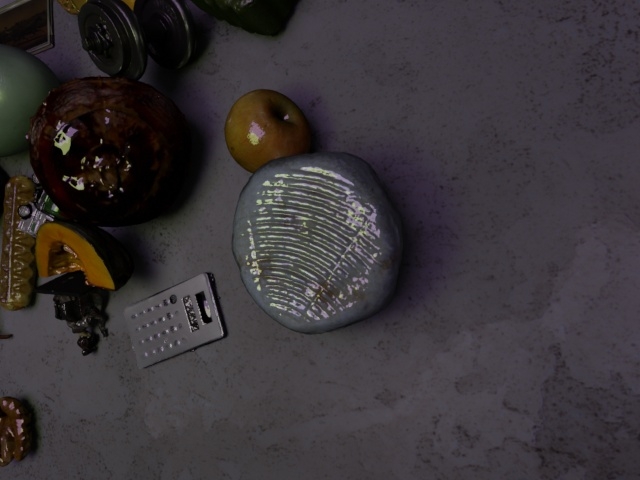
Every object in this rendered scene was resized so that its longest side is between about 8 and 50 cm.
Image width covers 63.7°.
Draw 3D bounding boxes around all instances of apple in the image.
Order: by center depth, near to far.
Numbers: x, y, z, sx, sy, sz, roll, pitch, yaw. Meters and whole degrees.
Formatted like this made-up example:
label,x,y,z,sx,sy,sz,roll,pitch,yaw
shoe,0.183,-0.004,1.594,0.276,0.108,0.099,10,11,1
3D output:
label,x,y,z,sx,sy,sz,roll,pitch,yaw
apple,-0.113,-0.220,1.069,0.155,0.182,0.183,-39,69,46

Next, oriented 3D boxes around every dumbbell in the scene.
label,x,y,z,sx,sy,sz,roll,pitch,yaw
dumbbell,-0.409,-0.471,1.172,0.192,0.290,0.192,20,128,28

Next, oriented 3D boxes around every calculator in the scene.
label,x,y,z,sx,sy,sz,roll,pitch,yaw
calculator,-0.339,0.188,1.197,0.261,0.021,0.161,-24,76,19

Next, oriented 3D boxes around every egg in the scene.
label,x,y,z,sx,sy,sz,roll,pitch,yaw
egg,-0.848,-0.356,1.329,0.388,0.276,0.277,-10,81,22

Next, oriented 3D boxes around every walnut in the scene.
label,x,y,z,sx,sy,sz,roll,pitch,yaw
walnut,-0.805,0.490,1.337,0.142,0.069,0.171,-21,78,18

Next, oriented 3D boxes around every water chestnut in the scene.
label,x,y,z,sx,sy,sz,roll,pitch,yaw
water chestnut,-0.465,-0.197,1.160,0.349,0.302,0.351,-3,102,-13

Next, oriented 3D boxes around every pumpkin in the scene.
label,x,y,z,sx,sy,sz,roll,pitch,yaw
pumpkin,-0.553,0.005,1.206,0.311,0.148,0.169,3,118,30

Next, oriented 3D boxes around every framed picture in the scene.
label,x,y,z,sx,sy,sz,roll,pitch,yaw
framed picture,-0.881,-0.625,1.514,0.252,0.014,0.197,-10,80,22

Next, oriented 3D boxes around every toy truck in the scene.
label,x,y,z,sx,sy,sz,roll,pitch,yaw
toy truck,-0.673,-0.117,1.330,0.124,0.101,0.243,24,92,11

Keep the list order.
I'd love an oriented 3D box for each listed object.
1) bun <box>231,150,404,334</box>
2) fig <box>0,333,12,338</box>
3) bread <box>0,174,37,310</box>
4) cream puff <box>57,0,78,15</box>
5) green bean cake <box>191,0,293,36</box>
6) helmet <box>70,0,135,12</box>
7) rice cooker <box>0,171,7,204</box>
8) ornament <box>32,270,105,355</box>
label,x,y,z,sx,sy,sz,roll,pitch,yaw
bun,-0.002,0.006,0.978,0.354,0.194,0.355,1,92,22
fig,-0.950,0.230,1.399,0.201,0.133,0.146,39,109,13
bread,-0.810,0.004,1.385,0.084,0.077,0.368,-3,83,24
cream puff,-0.630,-0.685,1.354,0.188,0.129,0.189,-2,85,26
green bean cake,-0.167,-0.608,1.133,0.249,0.156,0.247,28,97,23
helmet,-0.485,-0.650,1.274,0.256,0.140,0.205,-10,122,0
rice cooker,-1.018,-0.128,1.398,0.267,0.267,0.225,42,104,21
ornament,-0.577,0.181,1.273,0.166,0.153,0.196,3,109,24
